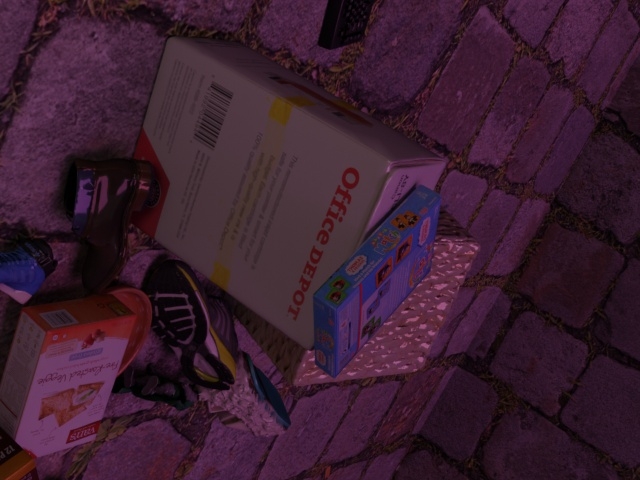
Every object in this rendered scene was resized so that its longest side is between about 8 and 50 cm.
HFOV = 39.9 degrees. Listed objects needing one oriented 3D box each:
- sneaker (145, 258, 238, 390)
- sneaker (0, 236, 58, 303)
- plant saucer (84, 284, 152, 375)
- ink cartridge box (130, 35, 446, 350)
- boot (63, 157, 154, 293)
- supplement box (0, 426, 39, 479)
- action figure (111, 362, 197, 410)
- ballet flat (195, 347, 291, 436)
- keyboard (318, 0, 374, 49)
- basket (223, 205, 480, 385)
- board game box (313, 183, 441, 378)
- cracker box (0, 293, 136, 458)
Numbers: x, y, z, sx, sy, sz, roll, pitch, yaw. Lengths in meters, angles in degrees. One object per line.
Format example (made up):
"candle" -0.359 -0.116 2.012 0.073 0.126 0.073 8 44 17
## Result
"sneaker" -0.215 0.130 1.514 0.300 0.111 0.121 75 18 -45
"sneaker" -0.390 0.023 1.119 0.084 0.058 0.152 -47 157 -7
"plant saucer" -0.347 0.151 1.365 0.200 0.037 0.200 -40 149 -31
"ink cartridge box" -0.064 -0.072 1.203 0.160 0.384 0.279 -12 130 -55
"boot" -0.317 -0.023 1.209 0.106 0.082 0.219 7 119 -38
"supplement box" -0.474 0.321 1.158 0.129 0.194 0.191 -37 148 -36
"action figure" -0.274 0.261 1.551 0.063 0.137 0.232 -67 164 -8
"ballet flat" -0.163 0.317 1.790 0.147 0.147 0.409 -50 157 -14
"keyboard" 0.056 -0.452 1.389 0.201 0.033 0.317 -25 139 -47
"basket" 0.050 0.055 1.592 0.331 0.266 0.328 1 122 -36
"board game box" 0.071 0.051 1.090 0.211 0.039 0.160 -44 153 -28
"cracker box" -0.370 0.197 1.259 0.155 0.067 0.232 -8 127 -53
